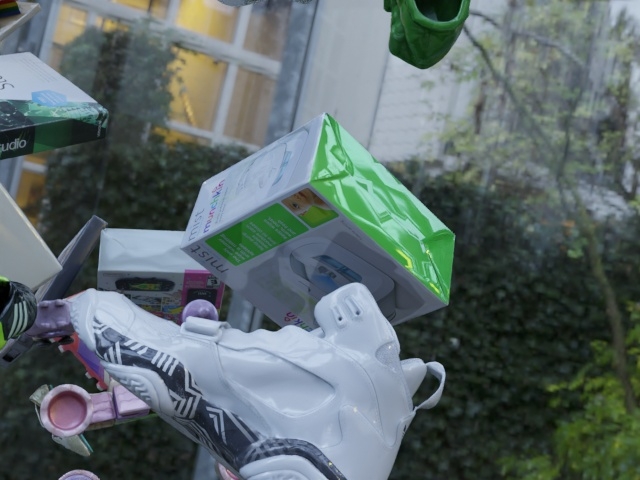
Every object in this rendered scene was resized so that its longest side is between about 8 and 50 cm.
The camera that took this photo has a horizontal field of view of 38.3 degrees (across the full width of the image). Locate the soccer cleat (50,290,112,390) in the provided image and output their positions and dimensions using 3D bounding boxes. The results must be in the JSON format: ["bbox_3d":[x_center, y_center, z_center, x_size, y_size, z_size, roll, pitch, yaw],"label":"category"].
[{"bbox_3d":[-0.359,0.171,1.510,0.083,0.095,0.248,51,-6,39],"label":"soccer cleat"}]

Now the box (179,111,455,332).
[{"bbox_3d":[0.000,0.000,1.173,0.231,0.127,0.262,-25,-52,36],"label":"box"}]

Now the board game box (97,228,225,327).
[{"bbox_3d":[-0.296,0.106,1.705,0.223,0.098,0.303,3,-35,-11],"label":"board game box"}]

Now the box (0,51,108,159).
[{"bbox_3d":[-0.518,-0.197,1.383,0.232,0.059,0.322,35,38,30],"label":"box"}]

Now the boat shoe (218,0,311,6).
[{"bbox_3d":[-0.013,-0.425,1.372,0.136,0.367,0.156,52,-33,6],"label":"boat shoe"}]

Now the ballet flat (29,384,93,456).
[{"bbox_3d":[-0.479,0.341,1.696,0.168,0.052,0.057,49,-20,24],"label":"ballet flat"}]

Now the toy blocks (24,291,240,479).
[{"bbox_3d":[-0.230,0.191,1.211,0.288,0.309,0.260,-8,-13,-17],"label":"toy blocks"}]

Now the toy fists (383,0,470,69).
[{"bbox_3d":[0.118,-0.337,1.051,0.096,0.279,0.142,-1,-8,1],"label":"toy fists"}]

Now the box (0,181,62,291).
[{"bbox_3d":[-0.454,-0.057,1.117,0.311,0.121,0.148,56,-14,-10],"label":"box"}]

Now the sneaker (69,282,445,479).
[{"bbox_3d":[-0.060,0.116,0.917,0.365,0.210,0.137,34,-16,14],"label":"sneaker"}]

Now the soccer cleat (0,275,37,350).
[{"bbox_3d":[-0.314,0.063,0.906,0.060,0.072,0.179,16,13,-7],"label":"soccer cleat"}]

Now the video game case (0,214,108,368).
[{"bbox_3d":[-0.513,0.101,1.746,0.035,0.275,0.248,34,-28,-16],"label":"video game case"}]

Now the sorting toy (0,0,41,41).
[{"bbox_3d":[-0.568,-0.391,1.579,0.132,0.274,0.046,11,-44,28],"label":"sorting toy"}]
